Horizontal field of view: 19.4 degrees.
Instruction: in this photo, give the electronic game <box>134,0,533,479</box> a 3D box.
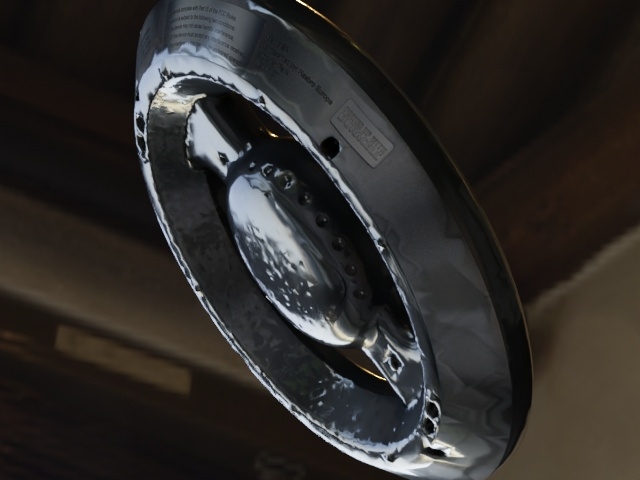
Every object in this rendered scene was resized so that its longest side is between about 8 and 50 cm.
[{"bbox_3d":[0.000,0.000,0.748,0.048,0.229,0.229,-34,-53,-24],"label":"electronic game"}]
